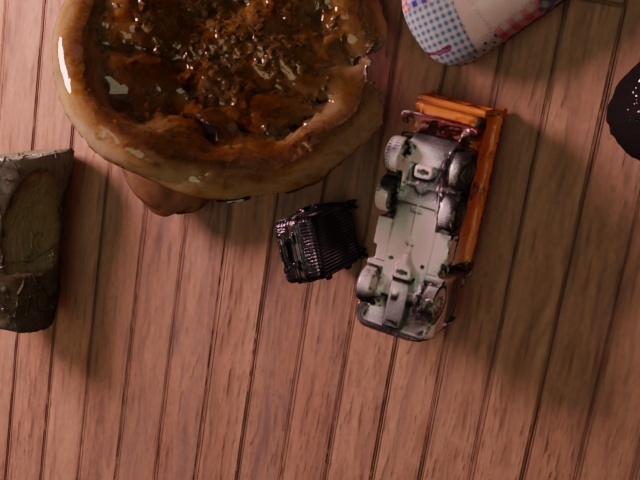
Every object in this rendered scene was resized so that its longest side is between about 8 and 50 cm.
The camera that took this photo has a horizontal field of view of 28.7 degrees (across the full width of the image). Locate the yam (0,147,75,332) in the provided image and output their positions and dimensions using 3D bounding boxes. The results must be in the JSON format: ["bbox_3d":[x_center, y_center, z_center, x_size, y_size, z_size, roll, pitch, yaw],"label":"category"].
[{"bbox_3d":[-0.416,-0.016,1.672,0.154,0.154,0.254,18,113,21],"label":"yam"}]

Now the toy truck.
[{"bbox_3d":[0.123,-0.027,1.422,0.114,0.135,0.270,17,105,23],"label":"toy truck"}]

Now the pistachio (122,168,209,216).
[{"bbox_3d":[-0.176,-0.151,1.522,0.260,0.163,0.212,-48,60,40],"label":"pistachio"}]

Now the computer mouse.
[{"bbox_3d":[0.393,-0.157,1.291,0.217,0.073,0.122,-33,87,26],"label":"computer mouse"}]

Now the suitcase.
[{"bbox_3d":[0.000,0.000,1.484,0.059,0.126,0.086,-10,98,28],"label":"suitcase"}]

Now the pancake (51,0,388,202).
[{"bbox_3d":[-0.098,-0.219,1.388,0.382,0.071,0.382,3,72,-8],"label":"pancake"}]

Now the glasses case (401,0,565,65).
[{"bbox_3d":[0.230,-0.309,1.330,0.327,0.076,0.125,-34,84,28],"label":"glasses case"}]
